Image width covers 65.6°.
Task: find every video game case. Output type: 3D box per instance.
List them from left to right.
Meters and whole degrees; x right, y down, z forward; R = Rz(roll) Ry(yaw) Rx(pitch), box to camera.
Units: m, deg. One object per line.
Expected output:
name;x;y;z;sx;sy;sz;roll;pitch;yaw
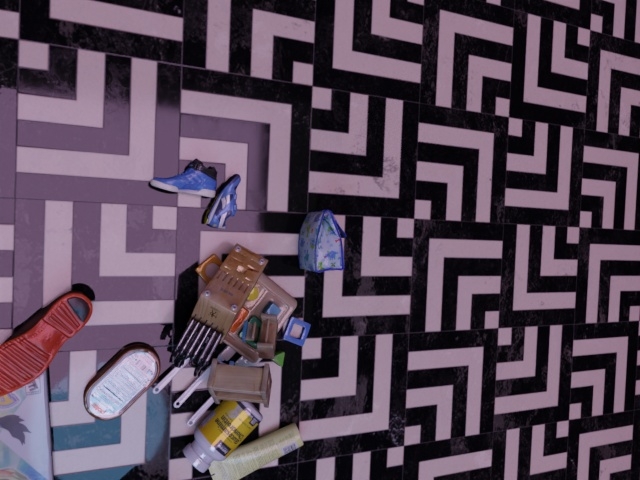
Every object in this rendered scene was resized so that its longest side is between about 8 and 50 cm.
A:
video game case;-0.740;0.409;1.019;0.328;0.036;0.300;-3;94;-23

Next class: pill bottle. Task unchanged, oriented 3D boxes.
pill bottle;-0.236;0.459;1.196;0.184;0.103;0.103;-44;107;-15

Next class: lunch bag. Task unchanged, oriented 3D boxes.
lunch bag;0.000;0.000;1.261;0.096;0.129;0.151;-6;93;-24

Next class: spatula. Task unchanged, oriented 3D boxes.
spatula;-0.278;0.317;1.216;0.242;0.019;0.168;-45;109;-17

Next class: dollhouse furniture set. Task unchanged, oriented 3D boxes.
dollhouse furniture set;-0.174;0.279;1.164;0.129;0.129;0.184;5;55;1

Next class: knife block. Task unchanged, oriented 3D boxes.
knife block;-0.241;0.172;1.155;0.088;0.242;0.276;30;40;-3

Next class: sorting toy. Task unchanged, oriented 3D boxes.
sorting toy;-0.170;0.178;1.232;0.347;0.047;0.196;41;72;-19

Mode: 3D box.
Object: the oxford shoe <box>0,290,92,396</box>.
oxford shoe;-0.596;0.213;1.038;0.271;0.098;0.097;-43;116;-20

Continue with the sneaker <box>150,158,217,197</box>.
sneaker;-0.314;-0.153;1.159;0.152;0.058;0.085;7;95;-27

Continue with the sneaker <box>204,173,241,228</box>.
sneaker;-0.226;-0.093;1.205;0.059;0.053;0.144;29;90;-20

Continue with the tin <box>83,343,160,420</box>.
tin;-0.453;0.323;1.137;0.190;0.040;0.106;-46;104;-14

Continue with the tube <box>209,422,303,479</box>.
tube;-0.163;0.540;1.260;0.240;0.062;0.070;-21;57;-16
